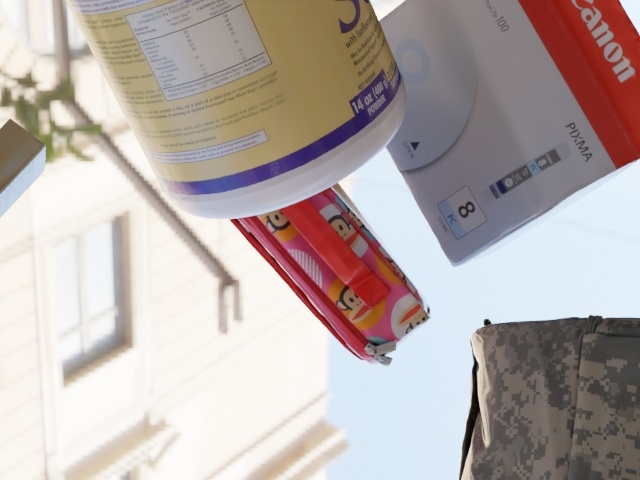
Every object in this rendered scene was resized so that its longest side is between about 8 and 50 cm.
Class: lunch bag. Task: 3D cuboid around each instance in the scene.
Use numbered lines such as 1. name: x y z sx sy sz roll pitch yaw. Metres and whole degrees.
1. lunch bag: 0.000 0.000 1.555 0.120 0.293 0.258 -41 -174 0
2. lunch bag: 0.274 0.233 1.551 0.256 0.212 0.305 1 -112 23

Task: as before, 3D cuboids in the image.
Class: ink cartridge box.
1. ink cartridge box: 0.237 -0.191 1.654 0.385 0.308 0.091 -35 169 35

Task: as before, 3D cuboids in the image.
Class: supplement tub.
1. supplement tub: -0.088 -0.211 1.207 0.241 0.331 0.241 -20 -154 10

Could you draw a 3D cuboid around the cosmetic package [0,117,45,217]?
1. cosmetic package: -0.285 -0.042 1.191 0.041 0.060 0.115 37 -115 3
